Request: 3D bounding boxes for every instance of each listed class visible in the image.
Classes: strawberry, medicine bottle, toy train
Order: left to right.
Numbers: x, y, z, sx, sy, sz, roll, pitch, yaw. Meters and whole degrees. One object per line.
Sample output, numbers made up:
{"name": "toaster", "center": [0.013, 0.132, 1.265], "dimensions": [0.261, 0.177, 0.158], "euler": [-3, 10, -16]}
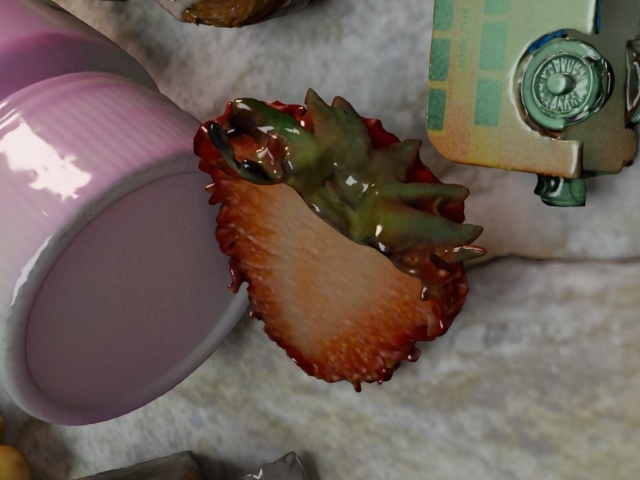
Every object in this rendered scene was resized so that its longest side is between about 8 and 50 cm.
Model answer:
{"name": "medicine bottle", "center": [-0.228, -0.066, 0.604], "dimensions": [0.388, 0.219, 0.219], "euler": [35, 116, 31]}
{"name": "strawberry", "center": [0.003, -0.005, 0.485], "dimensions": [0.167, 0.087, 0.208], "euler": [36, 154, 1]}
{"name": "toy train", "center": [0.107, -0.111, 0.413], "dimensions": [0.099, 0.072, 0.188], "euler": [12, 104, 36]}

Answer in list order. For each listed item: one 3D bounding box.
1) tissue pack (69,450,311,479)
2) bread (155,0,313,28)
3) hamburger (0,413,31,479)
{"name": "tissue pack", "center": [-0.082, 0.305, 0.561], "dimensions": [0.239, 0.238, 0.305], "euler": [-17, 85, 40]}
{"name": "bread", "center": [-0.058, -0.204, 0.515], "dimensions": [0.160, 0.073, 0.160], "euler": [28, 135, 32]}
{"name": "hamburger", "center": [-0.378, 0.258, 0.788], "dimensions": [0.261, 0.186, 0.302], "euler": [47, 132, 27]}
